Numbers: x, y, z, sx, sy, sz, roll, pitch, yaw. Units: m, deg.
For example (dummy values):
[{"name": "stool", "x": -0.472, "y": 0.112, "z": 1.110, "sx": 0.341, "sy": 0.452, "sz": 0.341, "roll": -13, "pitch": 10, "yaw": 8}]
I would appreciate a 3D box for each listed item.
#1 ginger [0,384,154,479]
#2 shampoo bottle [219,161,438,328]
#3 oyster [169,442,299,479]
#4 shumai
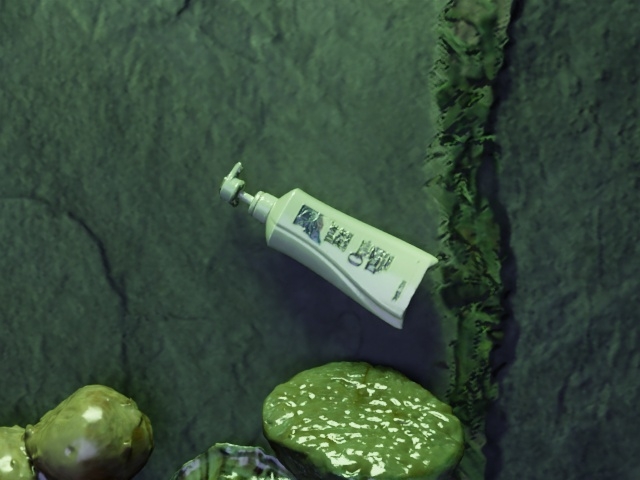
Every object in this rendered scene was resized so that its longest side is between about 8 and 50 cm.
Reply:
[{"name": "ginger", "x": -0.195, "y": 0.158, "z": 0.631, "sx": 0.204, "sy": 0.080, "sz": 0.104, "roll": -39, "pitch": 105, "yaw": 11}, {"name": "shampoo bottle", "x": 0.000, "y": 0.000, "z": 0.616, "sx": 0.141, "sy": 0.034, "sz": 0.049, "roll": 29, "pitch": 104, "yaw": 4}, {"name": "oyster", "x": -0.064, "y": 0.268, "z": 0.637, "sx": 0.199, "sy": 0.087, "sz": 0.252, "roll": 40, "pitch": 90, "yaw": 6}, {"name": "shumai", "x": 0.025, "y": 0.135, "z": 0.607, "sx": 0.124, "sy": 0.099, "sz": 0.087, "roll": 25, "pitch": 129, "yaw": 34}]
